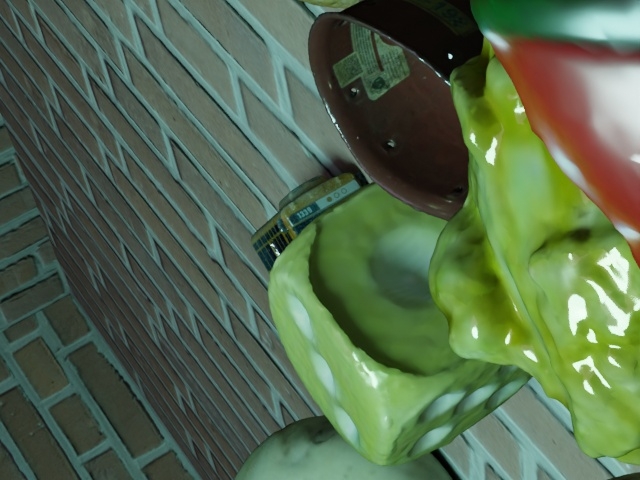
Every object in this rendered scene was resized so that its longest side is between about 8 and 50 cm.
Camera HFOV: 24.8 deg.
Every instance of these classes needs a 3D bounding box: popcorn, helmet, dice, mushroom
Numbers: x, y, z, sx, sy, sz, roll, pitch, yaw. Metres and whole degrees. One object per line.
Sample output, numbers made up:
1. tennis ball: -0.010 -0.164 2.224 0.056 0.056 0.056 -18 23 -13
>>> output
1. popcorn: 0.166 -0.010 0.704 0.255 0.195 0.256 -2 118 61
2. helmet: 0.085 -0.098 0.917 0.175 0.106 0.155 37 155 42
3. dice: 0.069 0.058 1.114 0.166 0.169 0.169 55 163 22
4. mushroom: 0.046 0.358 1.594 0.314 0.314 0.336 51 -173 28

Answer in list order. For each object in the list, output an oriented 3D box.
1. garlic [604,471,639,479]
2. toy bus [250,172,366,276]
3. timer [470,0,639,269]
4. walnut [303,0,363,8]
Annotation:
1. garlic: 0.262 0.278 0.888 0.338 0.196 0.151 41 171 42
2. toy bus: 0.000 0.000 1.366 0.103 0.091 0.182 60 165 1
3. timer: 0.197 -0.090 0.298 0.378 0.279 0.378 55 164 24
4. walnut: 0.002 -0.208 1.035 0.096 0.082 0.079 45 -174 37
